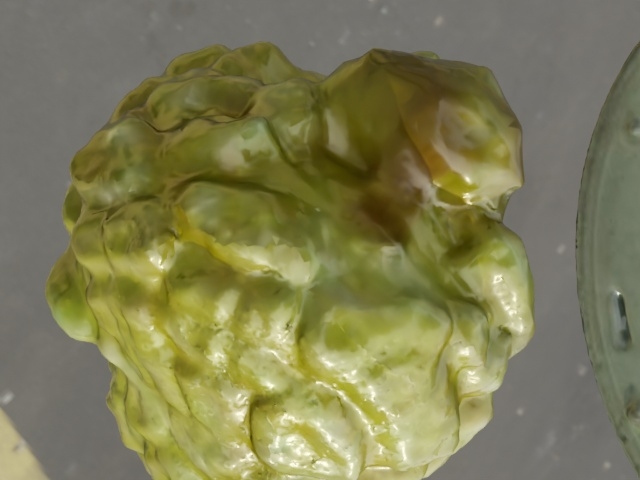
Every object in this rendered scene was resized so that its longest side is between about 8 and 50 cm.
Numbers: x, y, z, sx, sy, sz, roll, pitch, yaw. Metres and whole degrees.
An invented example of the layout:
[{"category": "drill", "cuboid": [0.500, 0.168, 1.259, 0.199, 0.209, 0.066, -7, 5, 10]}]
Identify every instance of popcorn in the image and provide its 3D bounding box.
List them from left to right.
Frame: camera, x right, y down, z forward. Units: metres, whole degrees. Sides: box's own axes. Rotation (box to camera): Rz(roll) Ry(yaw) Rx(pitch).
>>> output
[{"category": "popcorn", "cuboid": [0.000, 0.000, 0.692, 0.251, 0.237, 0.205, -41, 108, -32]}]

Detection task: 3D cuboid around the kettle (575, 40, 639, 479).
[{"category": "kettle", "cuboid": [0.226, 0.015, 0.363, 0.255, 0.240, 0.165, -11, 134, -33]}]
